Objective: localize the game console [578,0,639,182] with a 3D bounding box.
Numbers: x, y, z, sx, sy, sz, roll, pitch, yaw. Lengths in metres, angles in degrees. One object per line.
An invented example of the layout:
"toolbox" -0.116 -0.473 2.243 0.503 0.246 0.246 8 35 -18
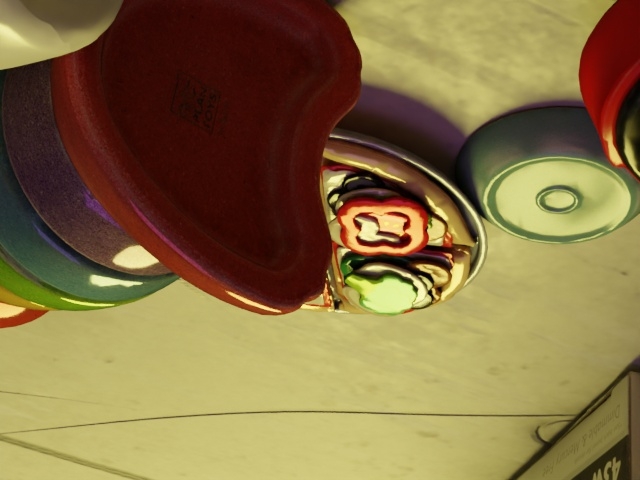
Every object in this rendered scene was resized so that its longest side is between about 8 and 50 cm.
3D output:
"game console" 0.352 -0.058 0.703 0.342 0.060 0.386 -30 133 27

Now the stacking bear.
"stacking bear" -0.139 -0.029 0.761 0.164 0.175 0.289 28 148 -31

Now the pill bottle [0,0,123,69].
"pill bottle" -0.253 -0.137 0.595 0.318 0.176 0.176 -8 143 20

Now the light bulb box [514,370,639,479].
"light bulb box" 0.315 0.309 1.101 0.361 0.225 0.358 16 145 -11

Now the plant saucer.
"plant saucer" 0.136 -0.030 0.819 0.119 0.021 0.119 5 146 3

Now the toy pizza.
"toy pizza" 0.000 0.000 0.864 0.201 0.032 0.201 8 148 5
